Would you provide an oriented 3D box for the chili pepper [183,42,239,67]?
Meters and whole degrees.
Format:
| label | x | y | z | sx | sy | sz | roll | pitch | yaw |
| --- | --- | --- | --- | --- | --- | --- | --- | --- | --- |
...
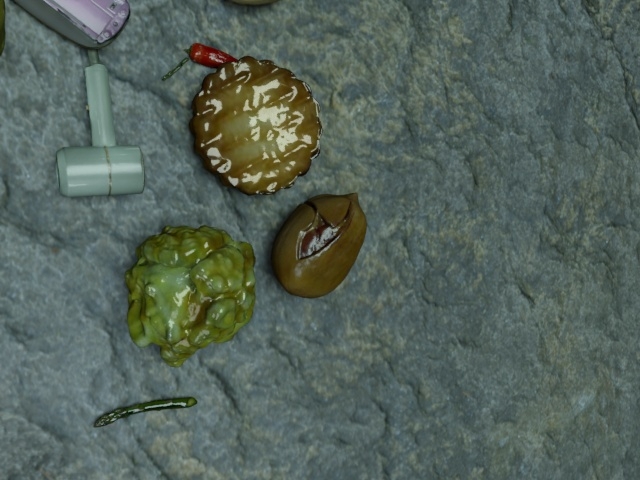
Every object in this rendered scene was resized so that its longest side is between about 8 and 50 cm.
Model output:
| label | x | y | z | sx | sy | sz | roll | pitch | yaw |
| --- | --- | --- | --- | --- | --- | --- | --- | --- | --- |
| chili pepper | -0.237 | -0.427 | 1.553 | 0.178 | 0.027 | 0.045 | 14 | 83 | -27 |

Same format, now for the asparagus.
| label | x | y | z | sx | sy | sz | roll | pitch | yaw |
| --- | --- | --- | --- | --- | --- | --- | --- | --- | --- |
| asparagus | -0.389 | 0.379 | 1.472 | 0.235 | 0.027 | 0.034 | -6 | 81 | -27 |

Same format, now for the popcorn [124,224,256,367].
| label | x | y | z | sx | sy | sz | roll | pitch | yaw |
| --- | --- | --- | --- | --- | --- | --- | --- | --- | --- |
| popcorn | -0.281 | 0.108 | 1.383 | 0.279 | 0.335 | 0.274 | 58 | 44 | -12 |

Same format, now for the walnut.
| label | x | y | z | sx | sy | sz | roll | pitch | yaw |
| --- | --- | --- | --- | --- | --- | --- | --- | --- | --- |
| walnut | 0.000 | 0.000 | 1.582 | 0.203 | 0.203 | 0.298 | 41 | 71 | -20 |

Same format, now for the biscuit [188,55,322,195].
| label | x | y | z | sx | sy | sz | roll | pitch | yaw |
| --- | --- | --- | --- | --- | --- | --- | --- | --- | --- |
| biscuit | -0.153 | -0.268 | 1.552 | 0.325 | 0.107 | 0.326 | 0 | 91 | -23 |

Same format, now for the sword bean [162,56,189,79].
| label | x | y | z | sx | sy | sz | roll | pitch | yaw |
| --- | --- | --- | --- | --- | --- | --- | --- | --- | --- |
| sword bean | -0.335 | -0.396 | 1.514 | 0.083 | 0.012 | 0.012 | -48 | 109 | -20 |

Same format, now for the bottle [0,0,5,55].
| label | x | y | z | sx | sy | sz | roll | pitch | yaw |
| --- | --- | --- | --- | --- | --- | --- | --- | --- | --- |
| bottle | -0.655 | -0.420 | 1.167 | 0.171 | 0.351 | 0.172 | 1 | 88 | -25 |

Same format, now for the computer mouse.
| label | x | y | z | sx | sy | sz | roll | pitch | yaw |
| --- | --- | --- | --- | --- | --- | --- | --- | --- | --- |
| computer mouse | -0.553 | -0.536 | 1.374 | 0.310 | 0.071 | 0.158 | 36 | 73 | -20 |

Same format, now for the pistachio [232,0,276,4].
| label | x | y | z | sx | sy | sz | roll | pitch | yaw |
| --- | --- | --- | --- | --- | --- | --- | --- | --- | --- |
| pistachio | -0.150 | -0.626 | 1.556 | 0.200 | 0.117 | 0.145 | -18 | 59 | -18 |

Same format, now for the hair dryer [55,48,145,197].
| label | x | y | z | sx | sy | sz | roll | pitch | yaw |
| --- | --- | --- | --- | --- | --- | --- | --- | --- | --- |
| hair dryer | -0.485 | -0.271 | 1.407 | 0.172 | 0.107 | 0.358 | -5 | 83 | -27 |
